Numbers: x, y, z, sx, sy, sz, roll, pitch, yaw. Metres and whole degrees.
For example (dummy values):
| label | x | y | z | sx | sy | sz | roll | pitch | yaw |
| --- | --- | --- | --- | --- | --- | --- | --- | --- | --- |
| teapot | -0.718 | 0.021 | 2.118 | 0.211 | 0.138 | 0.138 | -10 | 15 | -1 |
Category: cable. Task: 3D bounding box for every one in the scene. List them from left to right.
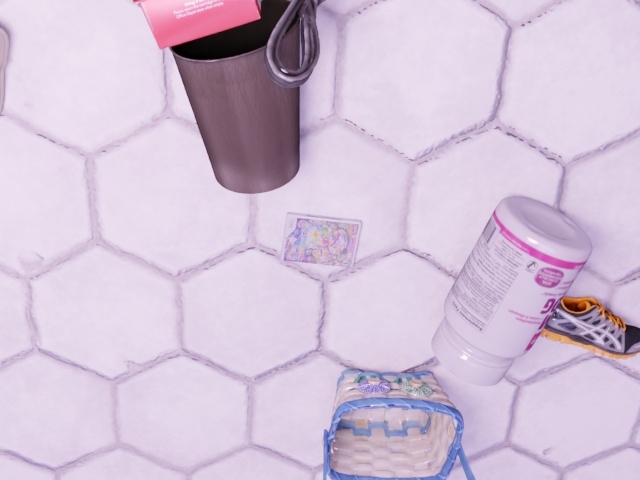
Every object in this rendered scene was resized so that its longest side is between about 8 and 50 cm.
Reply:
| label | x | y | z | sx | sy | sz | roll | pitch | yaw |
| --- | --- | --- | --- | --- | --- | --- | --- | --- | --- |
| cable | -0.005 | -0.328 | 1.044 | 0.139 | 0.287 | 0.072 | 36 | 151 | -10 |

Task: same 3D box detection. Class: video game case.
| label | x | y | z | sx | sy | sz | roll | pitch | yaw |
| --- | --- | --- | --- | --- | --- | --- | --- | --- | --- |
| video game case | 0.000 | 0.000 | 1.352 | 0.122 | 0.011 | 0.087 | 6 | 120 | -7 |

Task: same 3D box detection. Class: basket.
| label | x | y | z | sx | sy | sz | roll | pitch | yaw |
| --- | --- | --- | --- | --- | --- | --- | --- | --- | --- |
| basket | -0.103 | -0.191 | 1.149 | 0.154 | 0.204 | 0.227 | 18 | 133 | 27 |
| basket | 0.119 | 0.354 | 1.403 | 0.254 | 0.289 | 0.201 | 2 | 125 | -8 |

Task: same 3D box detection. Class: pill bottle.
| label | x | y | z | sx | sy | sz | roll | pitch | yaw |
| --- | --- | --- | --- | --- | --- | --- | --- | --- | --- |
| pill bottle | 0.298 | 0.086 | 1.334 | 0.160 | 0.160 | 0.283 | 17 | 118 | -13 |

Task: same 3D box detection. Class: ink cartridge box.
| label | x | y | z | sx | sy | sz | roll | pitch | yaw |
| --- | --- | --- | --- | --- | --- | --- | --- | --- | --- |
| ink cartridge box | -0.148 | -0.311 | 1.034 | 0.134 | 0.231 | 0.078 | -16 | 120 | 6 |

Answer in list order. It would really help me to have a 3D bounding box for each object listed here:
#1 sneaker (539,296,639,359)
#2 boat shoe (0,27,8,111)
| label | x | y | z | sx | sy | sz | roll | pitch | yaw |
| --- | --- | --- | --- | --- | --- | --- | --- | --- | --- |
| sneaker | 0.470 | 0.143 | 1.424 | 0.214 | 0.084 | 0.083 | 13 | 114 | -10 |
| boat shoe | -0.496 | -0.226 | 1.176 | 0.065 | 0.075 | 0.206 | 43 | 124 | 22 |
